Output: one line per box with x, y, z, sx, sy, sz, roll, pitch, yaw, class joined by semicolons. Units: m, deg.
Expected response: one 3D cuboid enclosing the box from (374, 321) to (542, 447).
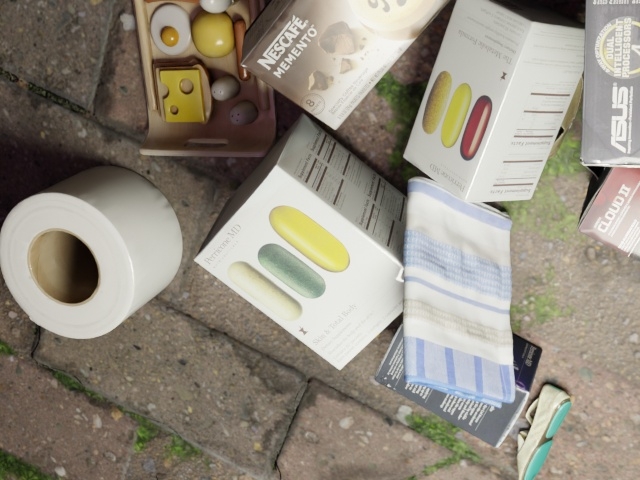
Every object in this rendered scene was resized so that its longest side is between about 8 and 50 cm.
0.206;0.183;1.450;0.207;0.153;0.108;27;115;8;box

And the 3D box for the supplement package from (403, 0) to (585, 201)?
0.231;-0.187;1.288;0.139;0.134;0.244;41;124;42;supplement package

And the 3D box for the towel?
0.189;0.068;1.319;0.034;0.209;0.285;-19;60;45;towel

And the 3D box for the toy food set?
-0.191;-0.276;1.462;0.219;0.092;0.306;2;109;19;toy food set

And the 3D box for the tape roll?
-0.369;0.016;1.591;0.246;0.169;0.246;6;110;17;tape roll

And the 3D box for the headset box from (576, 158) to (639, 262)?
0.458;-0.034;1.241;0.293;0.218;0.110;28;115;9;headset box

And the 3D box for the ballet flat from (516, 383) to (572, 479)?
0.332;0.293;1.507;0.052;0.057;0.168;37;117;36;ballet flat

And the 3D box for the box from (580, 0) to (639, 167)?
0.365;-0.310;1.120;0.097;0.318;0.395;3;111;19;box

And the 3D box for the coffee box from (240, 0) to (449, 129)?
0.044;-0.318;1.317;0.168;0.119;0.297;32;119;-21;coffee box

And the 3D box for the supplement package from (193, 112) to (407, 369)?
0.000;0.000;1.406;0.262;0.198;0.199;38;118;-10;supplement package

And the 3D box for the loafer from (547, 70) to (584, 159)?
0.321;-0.173;1.334;0.056;0.050;0.148;18;114;13;loafer
